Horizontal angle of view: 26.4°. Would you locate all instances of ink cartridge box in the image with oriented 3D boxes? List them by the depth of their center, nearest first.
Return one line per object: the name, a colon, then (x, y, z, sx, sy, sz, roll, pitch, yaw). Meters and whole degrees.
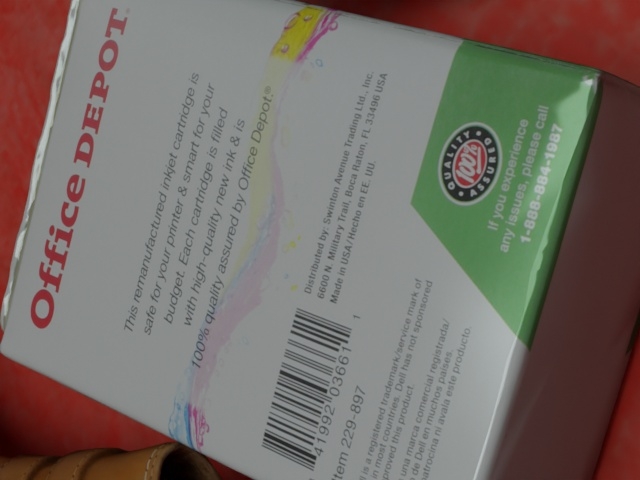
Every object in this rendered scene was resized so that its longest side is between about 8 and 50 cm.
ink cartridge box: (0.000, 0.000, 0.476, 0.212, 0.093, 0.154, 19, 97, 34)

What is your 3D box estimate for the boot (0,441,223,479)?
boot: (-0.132, 0.109, 0.530, 0.220, 0.109, 0.283, -29, 76, 43)
